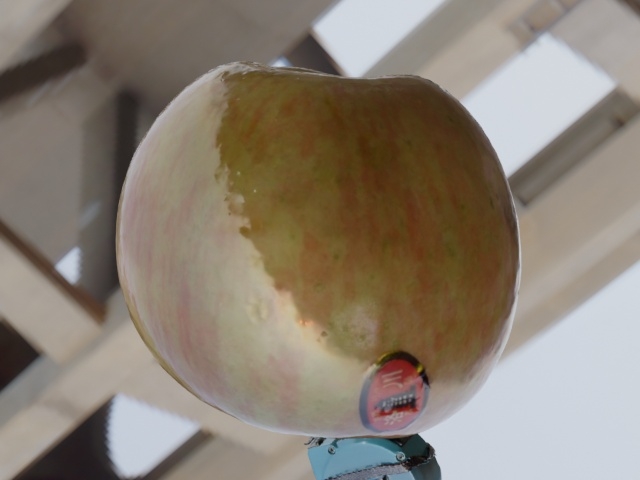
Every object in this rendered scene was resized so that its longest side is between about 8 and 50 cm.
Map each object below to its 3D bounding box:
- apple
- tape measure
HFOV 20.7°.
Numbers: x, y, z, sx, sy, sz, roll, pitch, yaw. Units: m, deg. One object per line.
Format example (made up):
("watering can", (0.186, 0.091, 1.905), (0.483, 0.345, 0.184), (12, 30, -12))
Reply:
("apple", (0.000, 0.000, 1.691), (0.391, 0.346, 0.391), (8, -168, -2))
("tape measure", (0.063, 0.257, 1.880), (0.081, 0.146, 0.125), (-37, -72, -58))
